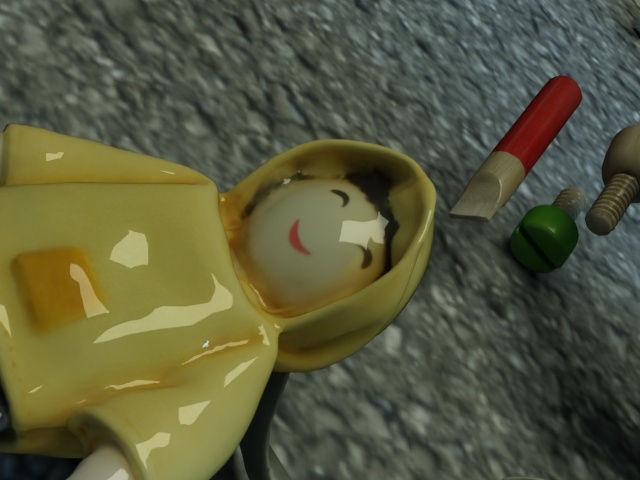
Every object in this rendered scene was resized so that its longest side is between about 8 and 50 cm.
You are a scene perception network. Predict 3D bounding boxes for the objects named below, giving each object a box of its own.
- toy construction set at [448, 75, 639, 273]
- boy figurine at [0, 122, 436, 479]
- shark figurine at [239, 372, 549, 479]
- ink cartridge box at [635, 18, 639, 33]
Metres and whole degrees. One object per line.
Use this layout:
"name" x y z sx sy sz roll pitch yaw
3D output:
"toy construction set" 0.204 0.052 0.839 0.309 0.257 0.237 28 44 14
"boy figurine" -0.083 0.026 0.581 0.285 0.092 0.177 -6 54 -20
"shark figurine" 0.067 0.143 0.704 0.278 0.166 0.116 16 1 6
"ink cartridge box" 0.347 -0.144 1.306 0.181 0.061 0.104 2 52 -44
